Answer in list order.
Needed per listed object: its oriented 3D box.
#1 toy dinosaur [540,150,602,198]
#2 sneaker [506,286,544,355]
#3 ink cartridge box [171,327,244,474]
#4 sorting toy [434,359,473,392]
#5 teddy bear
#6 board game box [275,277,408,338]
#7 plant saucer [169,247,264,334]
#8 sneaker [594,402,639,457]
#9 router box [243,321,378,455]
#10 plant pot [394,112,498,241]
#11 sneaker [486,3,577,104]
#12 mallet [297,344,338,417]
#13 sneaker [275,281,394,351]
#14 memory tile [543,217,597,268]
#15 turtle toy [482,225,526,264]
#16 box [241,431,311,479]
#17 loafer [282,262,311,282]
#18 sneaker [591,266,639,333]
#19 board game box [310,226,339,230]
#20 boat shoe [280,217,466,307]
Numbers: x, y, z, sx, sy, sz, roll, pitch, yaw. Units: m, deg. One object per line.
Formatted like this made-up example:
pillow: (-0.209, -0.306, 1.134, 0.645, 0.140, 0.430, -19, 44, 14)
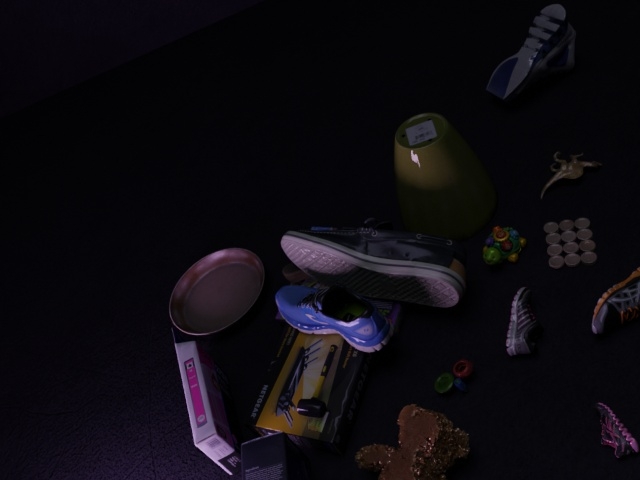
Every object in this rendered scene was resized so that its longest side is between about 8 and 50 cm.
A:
toy dinosaur: (0.649, -0.189, 1.769, 0.183, 0.053, 0.092, -26, 45, 4)
sneaker: (0.474, 0.186, 1.517, 0.075, 0.063, 0.170, 1, 57, 29)
ink cartridge box: (-0.278, 0.381, 1.655, 0.069, 0.175, 0.371, -30, 43, 0)
sorting toy: (0.310, 0.317, 1.506, 0.102, 0.042, 0.061, -42, 28, 5)
teddy bear: (0.176, 0.513, 1.363, 0.245, 0.113, 0.337, -5, 57, 34)
board game box: (0.068, 0.148, 1.779, 0.347, 0.056, 0.208, 2, 48, 30)
plant saucer: (-0.298, 0.156, 1.963, 0.311, 0.050, 0.310, -15, 47, 16)
sneaker: (0.570, 0.375, 1.311, 0.057, 0.047, 0.119, -37, 42, 10)
router box: (-0.015, 0.343, 1.618, 0.243, 0.081, 0.308, 2, 53, 29)
plant pot: (0.308, -0.186, 1.773, 0.275, 0.293, 0.274, -15, 46, 16)
sneaker: (0.673, -0.532, 2.020, 0.315, 0.182, 0.127, -54, 38, 18)
mallet: (0.011, 0.324, 1.541, 0.062, 0.039, 0.189, 8, 52, 31)
sneaker: (0.020, 0.153, 1.610, 0.330, 0.147, 0.129, 11, 52, 37)
memory tile: (0.615, 0.006, 1.640, 0.113, 0.012, 0.148, -10, 47, 20)
turtle toy: (0.454, 0.014, 1.678, 0.095, 0.066, 0.130, 16, 60, 37)
box: (-0.089, 0.543, 1.425, 0.108, 0.153, 0.207, -20, 45, 11)
loafer: (-0.032, 0.075, 1.834, 0.148, 0.050, 0.056, -16, 47, -7)
sneaker: (0.676, 0.134, 1.443, 0.215, 0.084, 0.083, -38, 49, -9)
board game box: (0.000, 0.000, 1.966, 0.090, 0.020, 0.090, 3, 54, 30)
boat shoe: (0.134, 0.040, 1.684, 0.500, 0.186, 0.156, 9, 54, 26)
